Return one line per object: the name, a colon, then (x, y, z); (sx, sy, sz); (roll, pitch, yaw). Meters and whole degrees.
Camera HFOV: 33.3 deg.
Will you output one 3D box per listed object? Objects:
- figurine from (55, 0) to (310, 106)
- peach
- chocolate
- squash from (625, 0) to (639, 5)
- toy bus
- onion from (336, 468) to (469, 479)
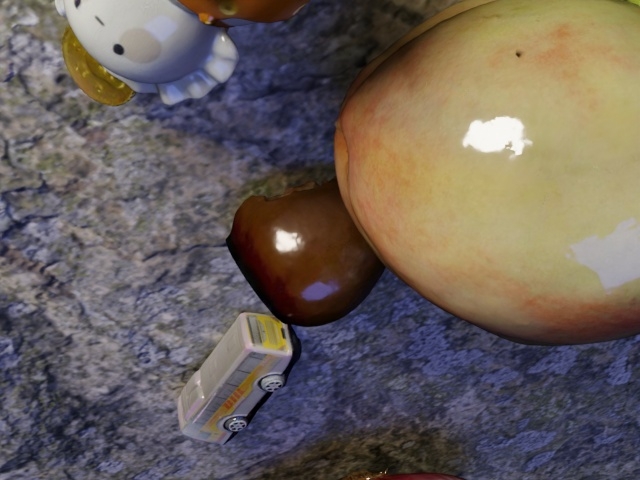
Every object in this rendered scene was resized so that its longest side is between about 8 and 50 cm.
figurine: (-0.074, -0.169, 0.621); (0.143, 0.143, 0.271); (5, 159, -29)
peach: (0.152, -0.045, 0.740); (0.292, 0.292, 0.248); (-4, 105, -19)
chocolate: (0.000, 0.000, 0.904); (0.133, 0.127, 0.124); (-39, 172, 8)
squash: (0.295, -0.208, 0.643); (0.184, 0.085, 0.192); (2, 130, 0)
toy bus: (-0.086, 0.142, 1.081); (0.072, 0.057, 0.172); (14, 133, -29)
onion: (0.077, 0.435, 1.355); (0.347, 0.286, 0.348); (-12, 155, -6)
